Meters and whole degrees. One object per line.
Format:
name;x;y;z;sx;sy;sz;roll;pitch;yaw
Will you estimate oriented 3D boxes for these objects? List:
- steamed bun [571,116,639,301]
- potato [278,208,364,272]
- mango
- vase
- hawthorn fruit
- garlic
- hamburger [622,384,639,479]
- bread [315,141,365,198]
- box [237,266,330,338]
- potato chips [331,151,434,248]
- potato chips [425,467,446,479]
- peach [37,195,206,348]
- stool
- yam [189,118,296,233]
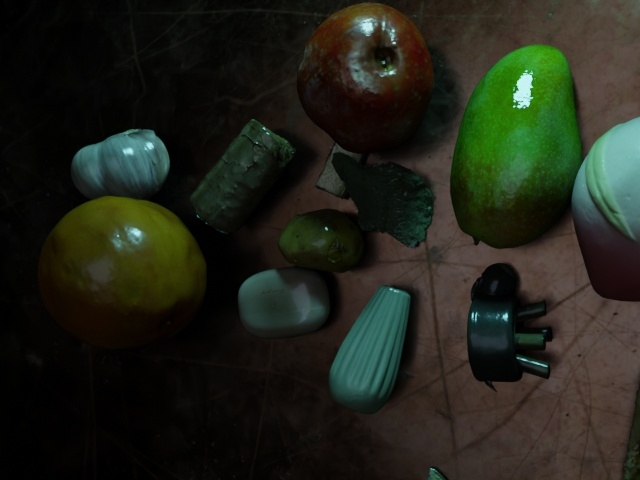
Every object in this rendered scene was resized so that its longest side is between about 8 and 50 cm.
steamed bun;0.534;-0.029;1.264;0.309;0.309;0.309;0;89;22
potato;0.000;0.000;1.571;0.176;0.137;0.137;5;91;11
mango;0.356;-0.170;1.396;0.225;0.201;0.382;10;82;44
vase;0.105;0.209;1.532;0.128;0.128;0.248;21;88;21
hawthorn fruit;0.091;-0.306;1.479;0.284;0.284;0.284;0;89;22
garlic;-0.453;-0.145;1.766;0.207;0.207;0.257;41;139;17
hamburger;0.600;0.365;1.324;0.124;0.131;0.262;19;104;56
bread;0.049;-0.164;1.607;0.068;0.028;0.154;27;99;19
box;-0.077;0.129;1.621;0.200;0.088;0.146;-9;85;23
potato chips;0.114;-0.091;1.545;0.228;0.059;0.167;20;124;11
potato chips;0.262;0.542;1.510;0.207;0.028;0.092;45;103;15
peach;-0.401;0.077;1.621;0.343;0.343;0.302;-41;73;16
stool;0.340;0.154;1.417;0.139;0.153;0.228;-4;88;22
yam;-0.161;-0.139;1.640;0.129;0.128;0.238;33;110;-16
